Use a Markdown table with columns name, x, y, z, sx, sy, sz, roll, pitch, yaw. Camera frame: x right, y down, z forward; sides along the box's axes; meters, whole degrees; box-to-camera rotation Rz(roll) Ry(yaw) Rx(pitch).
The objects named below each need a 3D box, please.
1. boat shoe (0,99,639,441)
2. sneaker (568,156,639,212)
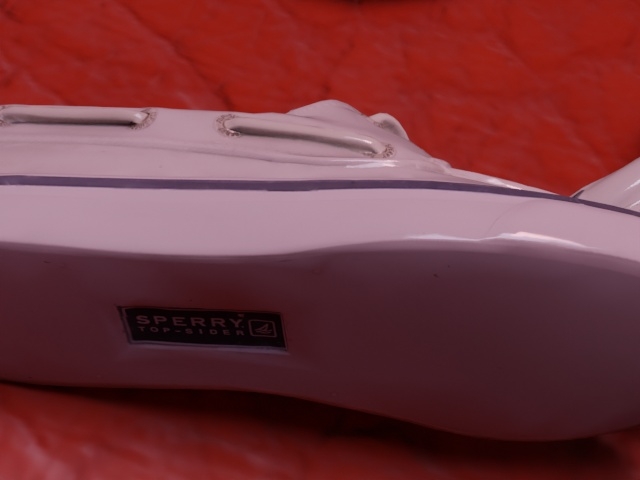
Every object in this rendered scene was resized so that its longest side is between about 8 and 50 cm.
| name | x | y | z | sx | sy | sz | roll | pitch | yaw |
| --- | --- | --- | --- | --- | --- | --- | --- | --- | --- |
| boat shoe | 0.000 | 0.000 | 0.421 | 0.267 | 0.096 | 0.088 | 1 | 48 | 8 |
| sneaker | 0.182 | -0.052 | 0.500 | 0.091 | 0.094 | 0.258 | 43 | 58 | 14 |
